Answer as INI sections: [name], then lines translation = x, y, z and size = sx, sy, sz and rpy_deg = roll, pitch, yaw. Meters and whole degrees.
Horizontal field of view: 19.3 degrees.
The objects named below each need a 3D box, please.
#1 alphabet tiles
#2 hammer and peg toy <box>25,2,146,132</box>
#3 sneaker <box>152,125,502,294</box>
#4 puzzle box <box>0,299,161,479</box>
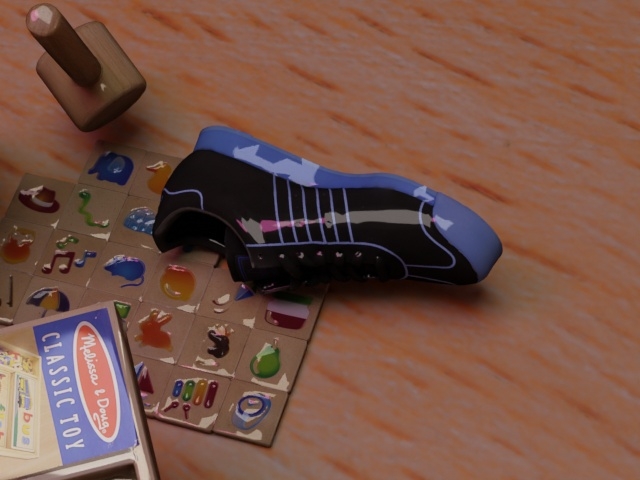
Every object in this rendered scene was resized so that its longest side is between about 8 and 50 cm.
[alphabet tiles]
translation = -0.115, 0.026, 1.277
size = 0.237, 0.009, 0.198
rpy_deg = 13, 60, 14
[hammer and peg toy]
translation = -0.293, -0.075, 1.207
size = 0.361, 0.266, 0.127
rpy_deg = -34, 80, -14
[sneaker]
translation = 0.000, 0.000, 1.235
size = 0.232, 0.081, 0.090
rpy_deg = 17, 63, 23
[puzzle box]
translation = -0.192, 0.254, 0.994
size = 0.272, 0.052, 0.409
rpy_deg = -15, 68, -4
